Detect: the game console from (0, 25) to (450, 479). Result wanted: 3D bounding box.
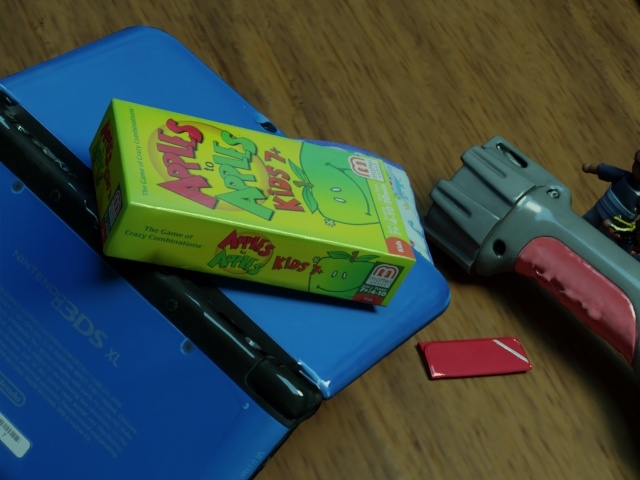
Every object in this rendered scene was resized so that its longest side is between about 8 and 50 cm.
[{"bbox_3d":[-0.113,0.033,0.999,0.293,0.250,0.173,42,11,15],"label":"game console"}]

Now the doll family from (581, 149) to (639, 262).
[{"bbox_3d":[0.258,0.016,1.204,0.193,0.111,0.076,41,46,15],"label":"doll family"}]

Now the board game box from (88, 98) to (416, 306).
[{"bbox_3d":[-0.040,-0.021,0.942,0.181,0.043,0.092,12,40,-25],"label":"board game box"}]

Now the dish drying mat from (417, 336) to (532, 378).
[{"bbox_3d":[0.111,0.083,1.147,0.083,0.008,0.032,-1,52,-26],"label":"dish drying mat"}]

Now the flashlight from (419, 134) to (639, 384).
[{"bbox_3d":[0.203,0.056,1.152,0.304,0.103,0.103,39,33,21],"label":"flashlight"}]

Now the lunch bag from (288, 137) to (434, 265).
[{"bbox_3d":[0.000,0.000,1.108,0.151,0.096,0.129,-3,52,-13],"label":"lunch bag"}]
